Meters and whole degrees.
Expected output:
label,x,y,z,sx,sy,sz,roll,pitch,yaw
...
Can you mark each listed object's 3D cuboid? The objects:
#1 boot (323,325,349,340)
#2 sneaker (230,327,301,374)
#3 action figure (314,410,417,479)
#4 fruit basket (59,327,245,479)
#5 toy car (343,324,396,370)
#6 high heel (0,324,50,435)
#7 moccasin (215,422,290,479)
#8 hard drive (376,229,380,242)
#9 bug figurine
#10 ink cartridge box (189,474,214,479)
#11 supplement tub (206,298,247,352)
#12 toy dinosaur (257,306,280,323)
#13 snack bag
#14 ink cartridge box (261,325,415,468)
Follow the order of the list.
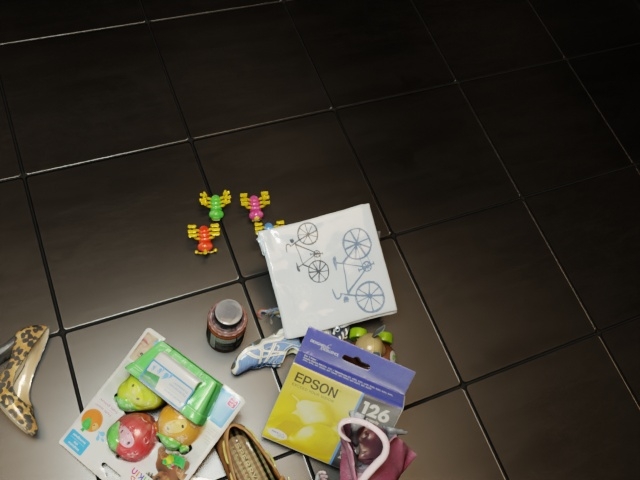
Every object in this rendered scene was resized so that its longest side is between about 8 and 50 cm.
label,x,y,z,sx,sy,sz,roll,pitch,yaw
boot,0.044,0.271,1.814,0.086,0.069,0.190,-3,64,-8
sneaker,-0.144,0.309,1.752,0.211,0.080,0.081,-28,70,-21
action figure,0.096,0.609,1.512,0.248,0.276,0.370,21,79,8
fruit basket,-0.416,0.440,1.581,0.327,0.165,0.353,34,71,15
toy car,0.150,0.301,1.755,0.149,0.188,0.155,10,63,-7
high heel,-0.716,0.338,1.609,0.186,0.093,0.261,-36,67,-18
moccasin,-0.129,0.617,1.567,0.139,0.147,0.380,-20,70,-20
hard drive,0.045,0.046,1.879,0.255,0.172,0.054,-7,28,-13
bug figurine,-0.248,-0.051,1.911,0.279,0.072,0.216,-2,59,-7
ink cartridge box,-0.309,0.610,1.600,0.083,0.028,0.048,13,63,-5
supplement tub,-0.247,0.221,1.707,0.106,0.198,0.106,5,63,-10
toy dinosaur,-0.135,0.207,1.839,0.082,0.047,0.090,15,29,6
snack bag,0.021,0.091,1.789,0.343,0.037,0.323,-15,89,-13
ink cartridge box,0.045,0.419,1.650,0.304,0.072,0.307,23,104,1
